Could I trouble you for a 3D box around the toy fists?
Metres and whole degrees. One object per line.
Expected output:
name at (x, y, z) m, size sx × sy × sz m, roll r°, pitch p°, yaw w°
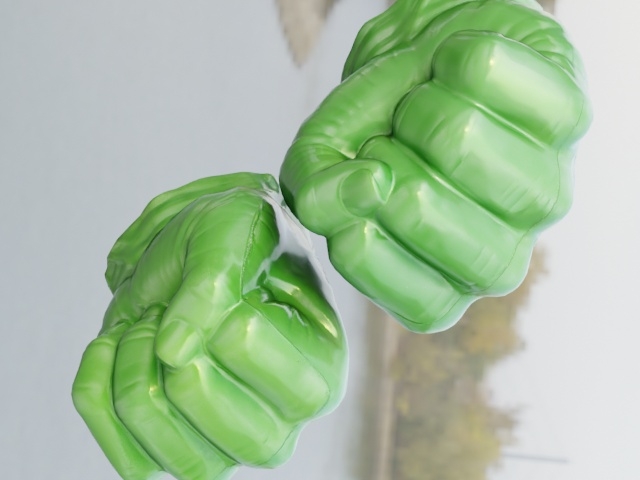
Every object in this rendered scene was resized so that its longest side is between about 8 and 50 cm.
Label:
toy fists at (0.000, 0.000, 0.791) m, size 0.096 × 0.279 × 0.142 m, roll 38°, pitch 24°, yaw -33°
